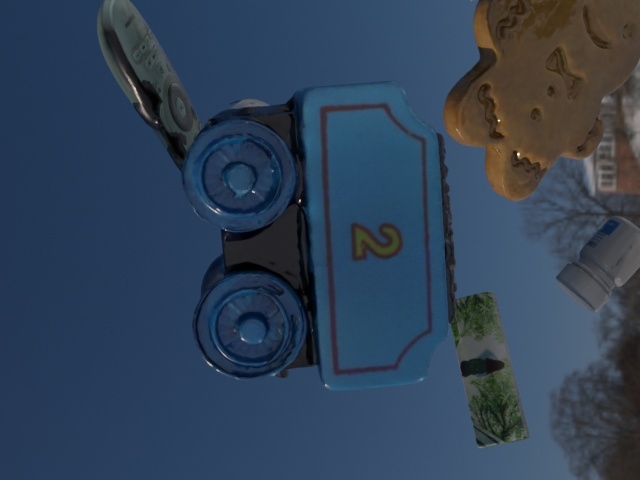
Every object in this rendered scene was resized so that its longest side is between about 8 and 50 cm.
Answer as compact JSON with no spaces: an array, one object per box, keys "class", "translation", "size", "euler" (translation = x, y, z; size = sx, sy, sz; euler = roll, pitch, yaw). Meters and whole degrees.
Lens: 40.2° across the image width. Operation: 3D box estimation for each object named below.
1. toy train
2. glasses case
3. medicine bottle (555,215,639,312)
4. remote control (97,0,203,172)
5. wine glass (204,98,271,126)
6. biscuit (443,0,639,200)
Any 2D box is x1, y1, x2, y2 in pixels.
[{"class":"toy train","translation":[0.000,0.000,0.869],"size":[0.188,0.265,0.300],"euler":[-120,25,-80]},{"class":"glasses case","translation":[0.305,0.237,1.609],"size":[0.062,0.095,0.272],"euler":[30,-134,-67]},{"class":"medicine bottle","translation":[0.540,0.044,1.660],"size":[0.168,0.105,0.105],"euler":[-48,-29,-1]},{"class":"remote control","translation":[-0.181,-0.156,0.982],"size":[0.097,0.045,0.256],"euler":[-77,-34,-53]},{"class":"wine glass","translation":[-0.078,-0.111,1.374],"size":[0.165,0.196,0.165],"euler":[-28,-41,-28]},{"class":"biscuit","translation":[0.299,-0.226,1.089],"size":[0.355,0.052,0.275],"euler":[-49,-56,-11]}]
